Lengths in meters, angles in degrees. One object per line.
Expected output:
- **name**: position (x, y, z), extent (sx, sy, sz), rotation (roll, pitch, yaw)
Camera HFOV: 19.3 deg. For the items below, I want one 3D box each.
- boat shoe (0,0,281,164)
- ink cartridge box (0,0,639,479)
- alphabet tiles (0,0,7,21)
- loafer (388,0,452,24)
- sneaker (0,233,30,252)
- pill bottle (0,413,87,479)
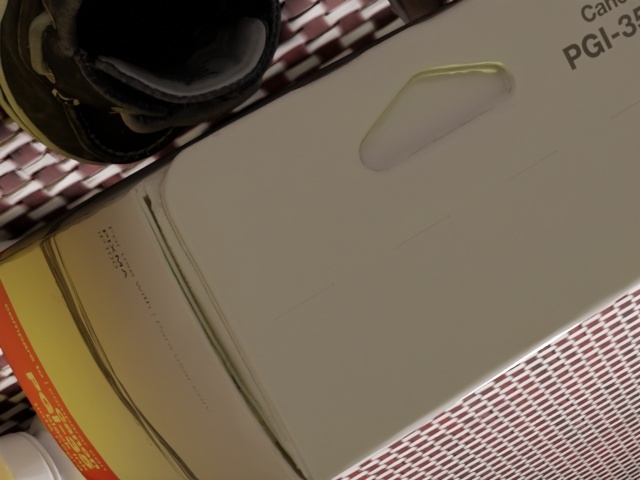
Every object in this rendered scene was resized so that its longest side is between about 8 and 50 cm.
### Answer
- **boat shoe**: position (-0.061, -0.087, 0.680), extent (0.108, 0.102, 0.301), rotation (-22, 160, -19)
- **ink cartridge box**: position (0.000, 0.000, 0.732), extent (0.207, 0.117, 0.283), rotation (-30, -175, -21)
- **alphabet tiles**: position (-0.173, 0.013, 0.451), extent (0.278, 0.021, 0.284), rotation (-28, 138, -50)
- **loafer**: position (0.097, -0.135, 0.739), extent (0.134, 0.130, 0.366), rotation (-27, 160, -5)
- **sneaker**: position (-0.112, 0.006, 0.928), extent (0.061, 0.053, 0.152), rotation (-49, 160, 24)
- **pill bottle**: position (-0.112, 0.136, 1.149), extent (0.193, 0.108, 0.108), rotation (-14, 155, -35)
